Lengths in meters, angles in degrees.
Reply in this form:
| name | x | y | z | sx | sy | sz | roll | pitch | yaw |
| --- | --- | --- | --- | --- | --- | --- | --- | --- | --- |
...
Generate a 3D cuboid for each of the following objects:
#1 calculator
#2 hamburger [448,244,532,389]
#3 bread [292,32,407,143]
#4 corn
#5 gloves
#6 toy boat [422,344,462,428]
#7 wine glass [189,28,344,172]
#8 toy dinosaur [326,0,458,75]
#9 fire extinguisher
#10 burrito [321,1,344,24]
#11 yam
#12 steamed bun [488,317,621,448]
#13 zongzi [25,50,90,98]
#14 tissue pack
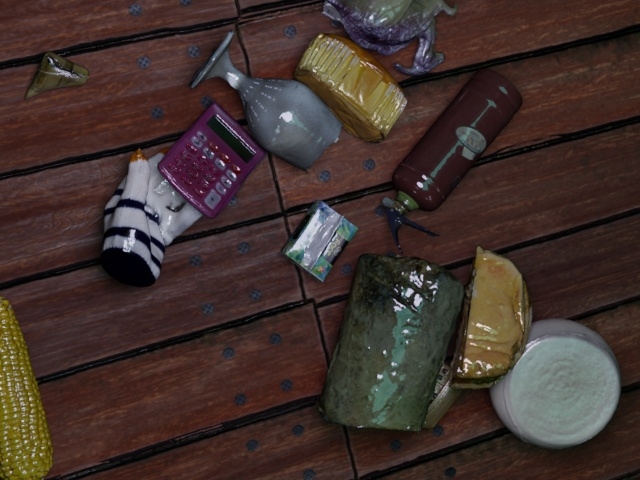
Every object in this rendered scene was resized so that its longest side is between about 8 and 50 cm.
| name | x | y | z | sx | sy | sz | roll | pitch | yaw |
| --- | --- | --- | --- | --- | --- | --- | --- | --- | --- |
| calculator | -0.173 | -0.129 | 1.438 | 0.126 | 0.034 | 0.190 | 46 | 49 | -14 |
| hamburger | 0.293 | 0.135 | 1.539 | 0.130 | 0.124 | 0.262 | 12 | 64 | 4 |
| bread | 0.052 | -0.256 | 1.478 | 0.190 | 0.132 | 0.114 | 35 | 84 | -18 |
| corn | -0.483 | 0.240 | 1.385 | 0.101 | 0.101 | 0.310 | -15 | 93 | -14 |
| gloves | -0.272 | -0.047 | 1.418 | 0.140 | 0.131 | 0.219 | 31 | 48 | -28 |
| toy boat | 0.218 | 0.246 | 1.599 | 0.072 | 0.064 | 0.206 | 38 | 84 | 0 |
| wine glass | -0.085 | -0.221 | 1.448 | 0.241 | 0.126 | 0.126 | 35 | 85 | -13 |
| toy dinosaur | 0.124 | -0.378 | 1.475 | 0.294 | 0.077 | 0.162 | 24 | 100 | -31 |
| fire extinguisher | 0.217 | -0.128 | 1.535 | 0.138 | 0.102 | 0.344 | 35 | 82 | 28 |
| burrito | 0.084 | -0.446 | 1.510 | 0.064 | 0.064 | 0.203 | 42 | 85 | -14 |
| yam | 0.120 | 0.171 | 1.500 | 0.195 | 0.195 | 0.300 | 16 | 91 | -16 |
| steamed bun | 0.412 | 0.249 | 1.608 | 0.231 | 0.145 | 0.232 | 0 | 95 | -1 |
| zongzi | -0.408 | -0.243 | 1.403 | 0.076 | 0.040 | 0.083 | 23 | 100 | -22 |
| tissue pack | 0.000 | 0.001 | 1.509 | 0.085 | 0.079 | 0.111 | 36 | 85 | -14 |
